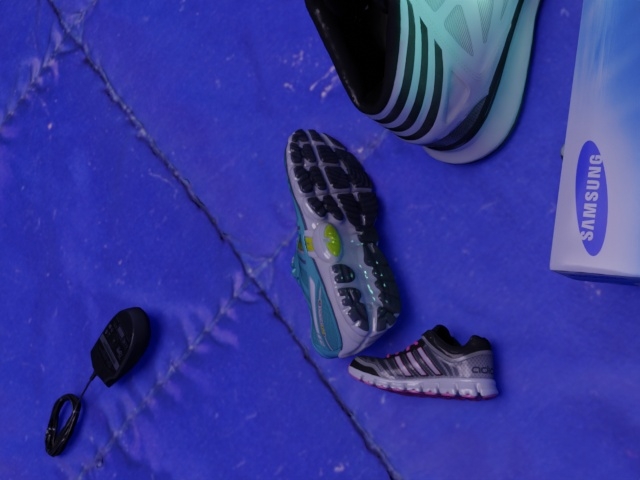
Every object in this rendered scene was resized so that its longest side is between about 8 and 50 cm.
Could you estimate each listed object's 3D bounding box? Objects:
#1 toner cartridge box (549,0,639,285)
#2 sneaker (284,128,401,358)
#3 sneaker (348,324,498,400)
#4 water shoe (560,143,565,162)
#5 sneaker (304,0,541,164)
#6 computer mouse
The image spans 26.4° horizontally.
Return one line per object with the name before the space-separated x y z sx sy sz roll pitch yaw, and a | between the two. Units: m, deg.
toner cartridge box | 0.316 -0.132 1.233 0.165 0.075 0.347 4 84 32
sneaker | 0.000 0.000 1.503 0.110 0.107 0.275 -41 50 44
sneaker | 0.109 0.125 1.423 0.170 0.063 0.074 1 78 34
water shoe | 0.326 -0.051 1.310 0.203 0.073 0.080 36 82 30
sneaker | 0.128 -0.318 1.378 0.169 0.257 0.447 7 84 37
computer mouse | -0.276 0.180 1.706 0.242 0.041 0.071 -53 47 23
